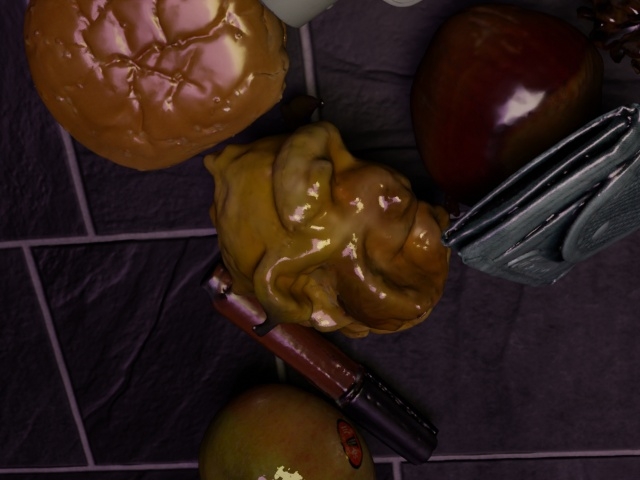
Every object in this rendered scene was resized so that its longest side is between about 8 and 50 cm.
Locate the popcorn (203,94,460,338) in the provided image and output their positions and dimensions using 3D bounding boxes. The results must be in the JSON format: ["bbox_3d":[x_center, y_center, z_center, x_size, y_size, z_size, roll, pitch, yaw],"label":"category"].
[{"bbox_3d":[0.000,0.000,1.023,0.316,0.281,0.297,25,157,18],"label":"popcorn"}]

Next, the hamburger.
[{"bbox_3d":[-0.193,-0.233,0.986,0.318,0.158,0.318,2,116,5],"label":"hamburger"}]

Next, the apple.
[{"bbox_3d":[-0.049,0.323,1.221,0.261,0.194,0.261,27,147,20],"label":"apple"}]

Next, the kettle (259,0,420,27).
[{"bbox_3d":[0.063,-0.362,0.870,0.318,0.205,0.265,-32,108,17],"label":"kettle"}]

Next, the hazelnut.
[{"bbox_3d":[0.197,-0.149,0.972,0.229,0.229,0.229,2,118,4],"label":"hazelnut"}]

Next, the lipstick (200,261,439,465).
[{"bbox_3d":[0.003,0.175,1.226,0.418,0.077,0.077,40,114,-13],"label":"lipstick"}]

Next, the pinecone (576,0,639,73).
[{"bbox_3d":[0.377,-0.288,0.862,0.224,0.224,0.272,7,129,1],"label":"pinecone"}]

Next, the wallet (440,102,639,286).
[{"bbox_3d":[0.296,-0.031,0.967,0.237,0.342,0.075,-39,67,19],"label":"wallet"}]
